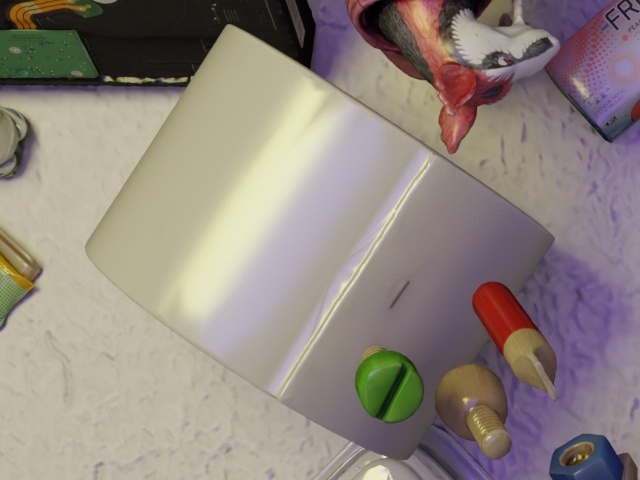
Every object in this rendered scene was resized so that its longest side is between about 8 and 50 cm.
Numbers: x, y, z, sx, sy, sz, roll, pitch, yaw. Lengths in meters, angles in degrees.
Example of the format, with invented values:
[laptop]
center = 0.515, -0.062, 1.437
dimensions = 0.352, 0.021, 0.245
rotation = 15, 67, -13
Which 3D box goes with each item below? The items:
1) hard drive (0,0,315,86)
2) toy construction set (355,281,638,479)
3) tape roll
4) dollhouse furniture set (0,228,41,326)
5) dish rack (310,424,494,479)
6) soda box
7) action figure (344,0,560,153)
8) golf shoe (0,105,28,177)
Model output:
[hard drive]
center = -0.188, -0.187, 1.196
dimensions = 0.339, 0.237, 0.064
rotation = 0, 63, 12
[toy construction set]
center = 0.103, 0.201, 0.938
dimensions = 0.257, 0.237, 0.309
rotation = -6, 105, -5
[tape roll]
center = 0.000, 0.000, 1.122
dimensions = 0.246, 0.246, 0.169
rotation = 34, 92, 18
[dollhouse furniture set]
center = -0.279, 0.000, 1.302
dimensions = 0.151, 0.058, 0.076
rotation = 42, 96, 18
[dish rack]
center = 0.026, 0.309, 1.164
dimensions = 0.333, 0.072, 0.285
rotation = -46, 72, 5
[soda box]
center = 0.234, -0.147, 1.169
dimensions = 0.183, 0.058, 0.063
rotation = -41, 73, 8
[action figure]
center = 0.071, -0.227, 1.097
dimensions = 0.275, 0.248, 0.370
rotation = 19, 53, -20
[golf shoe]
center = -0.303, -0.090, 1.309
dimensions = 0.176, 0.086, 0.069
rotation = 7, 86, 19
